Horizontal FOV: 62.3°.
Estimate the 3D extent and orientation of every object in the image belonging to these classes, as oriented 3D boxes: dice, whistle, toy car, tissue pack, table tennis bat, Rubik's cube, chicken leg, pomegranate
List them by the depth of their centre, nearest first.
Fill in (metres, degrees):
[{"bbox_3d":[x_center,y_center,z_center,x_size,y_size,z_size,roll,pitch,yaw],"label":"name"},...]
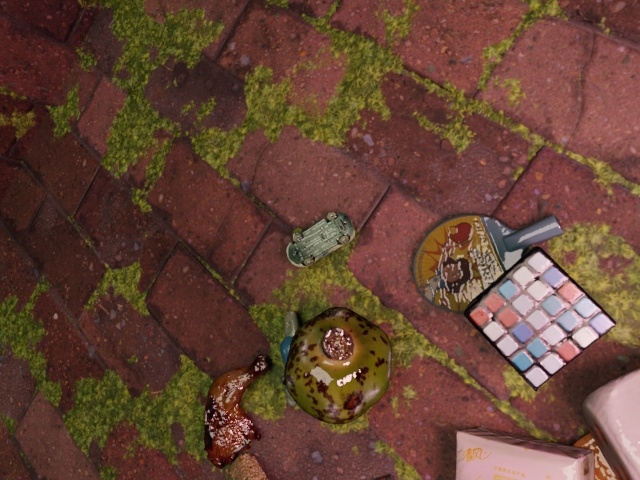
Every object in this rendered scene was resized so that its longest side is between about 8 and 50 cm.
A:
[{"bbox_3d":[0.556,0.309,0.854,0.194,0.193,0.191,-25,57,7],"label":"dice"},{"bbox_3d":[0.374,0.465,0.982,0.225,0.124,0.185,-3,79,42],"label":"tissue pack"},{"bbox_3d":[0.400,0.133,0.986,0.187,0.184,0.182,47,106,12],"label":"Rubik's cube"},{"bbox_3d":[0.351,0.033,1.138,0.329,0.044,0.215,-27,69,26],"label":"table tennis bat"},{"bbox_3d":[0.037,0.266,1.157,0.254,0.270,0.254,-2,62,3],"label":"pomegranate"},{"bbox_3d":[-0.067,0.294,1.320,0.114,0.077,0.235,-28,64,50],"label":"whistle"},{"bbox_3d":[0.000,0.000,1.339,0.186,0.058,0.093,-32,66,10],"label":"toy car"},{"bbox_3d":[-0.228,0.445,1.395,0.177,0.083,0.322,7,87,22],"label":"chicken leg"}]

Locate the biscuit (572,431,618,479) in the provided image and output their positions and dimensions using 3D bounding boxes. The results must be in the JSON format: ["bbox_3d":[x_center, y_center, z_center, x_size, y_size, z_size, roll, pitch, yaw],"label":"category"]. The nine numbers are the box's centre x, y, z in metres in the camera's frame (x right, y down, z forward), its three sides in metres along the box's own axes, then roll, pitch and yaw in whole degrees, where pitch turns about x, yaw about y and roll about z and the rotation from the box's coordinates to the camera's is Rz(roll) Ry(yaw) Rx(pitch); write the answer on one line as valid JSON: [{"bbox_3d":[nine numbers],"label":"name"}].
[{"bbox_3d":[0.576,0.492,0.922,0.202,0.047,0.334,-40,64,19],"label":"biscuit"}]

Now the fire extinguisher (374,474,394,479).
[{"bbox_3d":[0.127,0.548,1.194,0.083,0.022,0.028,-30,30,24],"label":"fire extinguisher"}]

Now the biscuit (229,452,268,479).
[{"bbox_3d":[-0.171,0.606,1.307,0.082,0.070,0.168,-59,33,3],"label":"biscuit"}]
